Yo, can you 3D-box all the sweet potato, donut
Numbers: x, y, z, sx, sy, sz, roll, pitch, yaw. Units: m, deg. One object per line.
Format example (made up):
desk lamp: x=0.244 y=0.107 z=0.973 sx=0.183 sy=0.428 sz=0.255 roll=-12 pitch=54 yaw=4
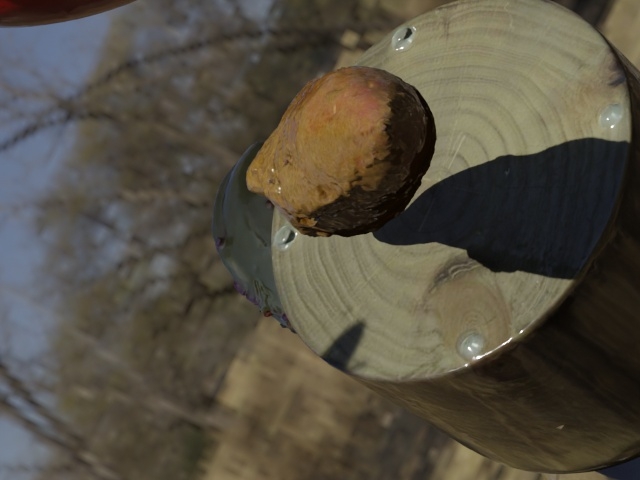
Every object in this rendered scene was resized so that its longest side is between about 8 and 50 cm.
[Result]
sweet potato: x=0.007 y=-0.028 z=0.716 sx=0.068 sy=0.060 sz=0.206 roll=-19 pitch=-7 yaw=-2
donut: x=0.000 y=0.004 z=1.282 sx=0.108 sy=0.166 sz=0.065 roll=-53 pitch=-12 yaw=-36

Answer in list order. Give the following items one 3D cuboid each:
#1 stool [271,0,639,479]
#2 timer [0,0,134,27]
stool: x=0.124 y=0.026 z=0.908 sx=0.179 sy=0.264 sz=0.179 roll=-19 pitch=56 yaw=31
timer: x=-0.185 y=-0.309 z=1.343 sx=0.378 sy=0.378 sz=0.279 roll=-65 pitch=-37 yaw=-44
